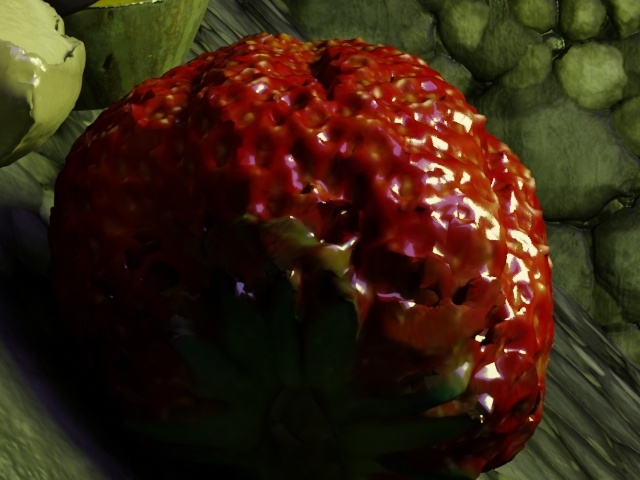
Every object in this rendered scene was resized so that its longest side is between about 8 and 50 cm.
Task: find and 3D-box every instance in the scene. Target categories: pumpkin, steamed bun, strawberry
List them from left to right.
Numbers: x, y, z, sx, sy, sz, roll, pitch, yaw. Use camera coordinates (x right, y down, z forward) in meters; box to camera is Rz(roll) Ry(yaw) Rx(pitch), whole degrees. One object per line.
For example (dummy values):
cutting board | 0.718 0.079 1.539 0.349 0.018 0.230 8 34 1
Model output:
steamed bun | -0.202 -0.089 0.856 0.231 0.110 0.212 34 9 16
pumpkin | -0.173 -0.159 1.209 0.217 0.217 0.110 -119 -157 -55
strawberry | 0.000 0.000 0.948 0.250 0.239 0.288 51 31 -32

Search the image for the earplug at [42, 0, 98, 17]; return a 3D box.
earplug | -0.235 -0.291 1.140 0.215 0.215 0.456 36 11 -43
